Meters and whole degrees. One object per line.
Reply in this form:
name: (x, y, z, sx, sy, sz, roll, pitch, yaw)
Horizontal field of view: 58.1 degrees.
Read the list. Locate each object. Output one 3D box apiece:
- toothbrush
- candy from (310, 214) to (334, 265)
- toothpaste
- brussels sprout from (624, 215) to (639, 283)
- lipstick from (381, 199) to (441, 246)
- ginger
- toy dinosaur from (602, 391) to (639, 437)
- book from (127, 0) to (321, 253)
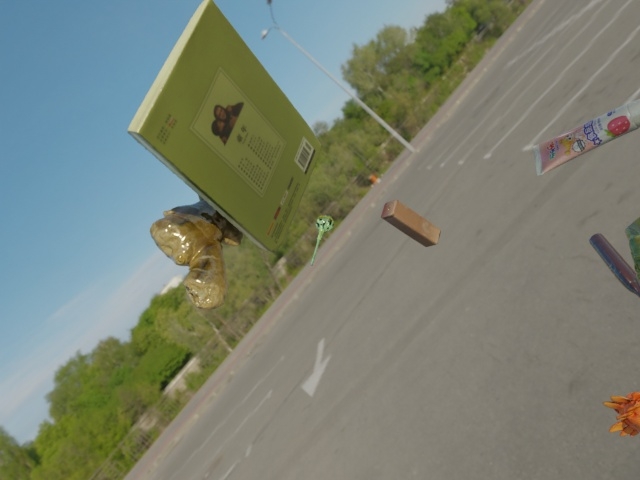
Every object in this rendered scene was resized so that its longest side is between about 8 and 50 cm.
toothbrush: (0.671, 0.074, 1.274, 0.041, 0.041, 0.364, -48, 13, 23)
candy: (0.000, 0.000, 0.802, 0.023, 0.025, 0.083, -4, 56, 28)
toothpaste: (0.439, -0.171, 0.940, 0.194, 0.043, 0.067, -27, 46, 40)
brussels sprout: (0.560, 0.022, 0.879, 0.144, 0.181, 0.161, -28, -12, -8)
lipstick: (0.207, -0.038, 1.316, 0.045, 0.145, 0.045, -19, 47, 53)
ginger: (-0.191, -0.031, 0.965, 0.081, 0.148, 0.334, 113, 173, -45)
toy dinosaur: (0.529, 0.281, 0.947, 0.117, 0.288, 0.070, -7, 46, 17)
book: (-0.121, -0.159, 0.902, 0.035, 0.352, 0.239, 9, 67, 35)
